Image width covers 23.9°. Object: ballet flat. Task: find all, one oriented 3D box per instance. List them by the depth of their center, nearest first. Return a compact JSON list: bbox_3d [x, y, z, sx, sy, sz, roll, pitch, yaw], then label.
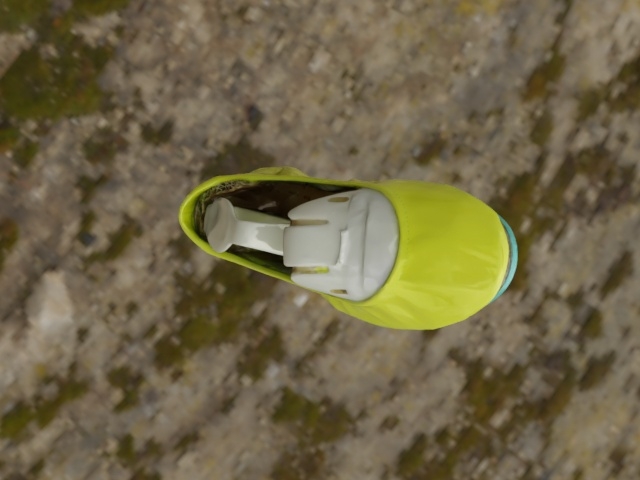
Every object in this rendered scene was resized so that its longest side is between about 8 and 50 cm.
[{"bbox_3d":[0.000,0.000,0.787,0.077,0.231,0.077,4,95,-35],"label":"ballet flat"}]
